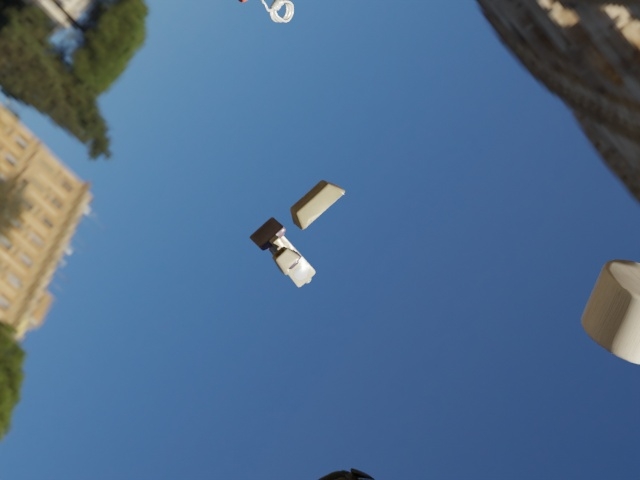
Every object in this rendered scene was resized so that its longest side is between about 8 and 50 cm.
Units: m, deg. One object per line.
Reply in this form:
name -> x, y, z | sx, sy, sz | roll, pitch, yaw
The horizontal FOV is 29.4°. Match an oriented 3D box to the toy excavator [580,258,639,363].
toy excavator -> 0.576, 0.103, 1.531 | 0.445, 0.432, 0.222 | -30, 142, -64

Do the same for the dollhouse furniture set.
dollhouse furniture set -> 0.000, 0.000, 1.345 | 0.114, 0.081, 0.091 | -42, -152, -5

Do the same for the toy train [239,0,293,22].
toy train -> -0.032, -0.330, 1.360 | 0.046, 0.125, 0.166 | 24, -85, 50

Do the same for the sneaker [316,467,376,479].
sneaker -> 0.087, 0.298, 1.336 | 0.295, 0.105, 0.147 | -18, -155, 11
